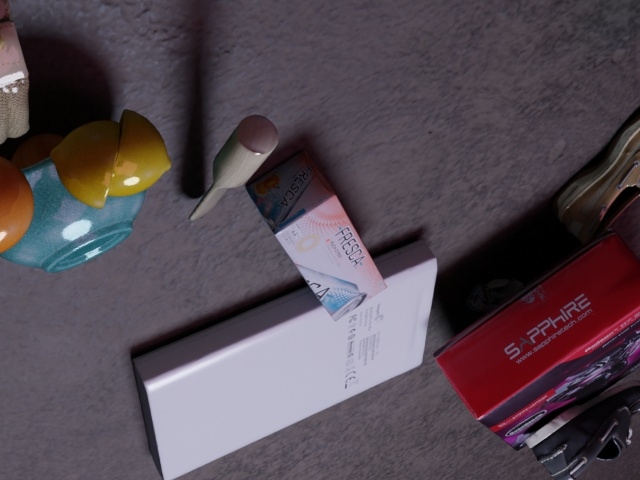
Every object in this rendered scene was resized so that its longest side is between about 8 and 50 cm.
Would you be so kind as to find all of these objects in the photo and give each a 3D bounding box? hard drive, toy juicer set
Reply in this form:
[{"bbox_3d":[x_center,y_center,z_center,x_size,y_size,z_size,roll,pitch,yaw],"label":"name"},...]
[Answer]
[{"bbox_3d":[-0.031,0.123,1.192,0.307,0.040,0.203,-22,146,-17],"label":"hard drive"},{"bbox_3d":[-0.153,-0.046,0.778,0.329,0.089,0.209,-22,172,-45],"label":"toy juicer set"}]

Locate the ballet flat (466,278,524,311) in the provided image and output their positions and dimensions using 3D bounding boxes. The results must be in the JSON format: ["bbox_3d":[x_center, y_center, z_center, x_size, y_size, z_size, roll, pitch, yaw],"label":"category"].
[{"bbox_3d":[0.209,0.062,1.324,0.114,0.041,0.041,7,131,-47],"label":"ballet flat"}]

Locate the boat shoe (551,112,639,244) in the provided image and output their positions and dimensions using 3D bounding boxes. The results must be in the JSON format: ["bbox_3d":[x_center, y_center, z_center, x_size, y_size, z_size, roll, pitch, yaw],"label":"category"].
[{"bbox_3d":[0.328,-0.070,1.217,0.068,0.072,0.190,12,127,-49],"label":"boat shoe"}]

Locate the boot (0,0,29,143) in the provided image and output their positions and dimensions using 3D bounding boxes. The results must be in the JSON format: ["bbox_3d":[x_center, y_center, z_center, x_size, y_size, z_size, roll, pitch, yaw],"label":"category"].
[{"bbox_3d":[-0.267,-0.108,0.624,0.203,0.095,0.262,-24,148,-14],"label":"boot"}]

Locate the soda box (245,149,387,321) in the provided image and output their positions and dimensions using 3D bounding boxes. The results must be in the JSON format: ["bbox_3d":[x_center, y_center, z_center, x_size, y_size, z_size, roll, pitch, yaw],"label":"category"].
[{"bbox_3d":[0.000,0.000,1.038,0.063,0.058,0.183,-33,147,0],"label":"soda box"}]

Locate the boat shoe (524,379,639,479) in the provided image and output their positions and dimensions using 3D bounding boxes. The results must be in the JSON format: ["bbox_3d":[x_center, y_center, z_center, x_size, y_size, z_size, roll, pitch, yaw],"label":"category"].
[{"bbox_3d":[0.344,0.236,1.461,0.233,0.079,0.084,-16,152,-45],"label":"boat shoe"}]

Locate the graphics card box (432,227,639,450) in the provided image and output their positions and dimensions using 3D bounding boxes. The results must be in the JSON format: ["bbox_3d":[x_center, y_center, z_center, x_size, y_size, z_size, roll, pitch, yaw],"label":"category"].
[{"bbox_3d":[0.273,0.129,1.360,0.232,0.094,0.371,-36,160,3],"label":"graphics card box"}]
